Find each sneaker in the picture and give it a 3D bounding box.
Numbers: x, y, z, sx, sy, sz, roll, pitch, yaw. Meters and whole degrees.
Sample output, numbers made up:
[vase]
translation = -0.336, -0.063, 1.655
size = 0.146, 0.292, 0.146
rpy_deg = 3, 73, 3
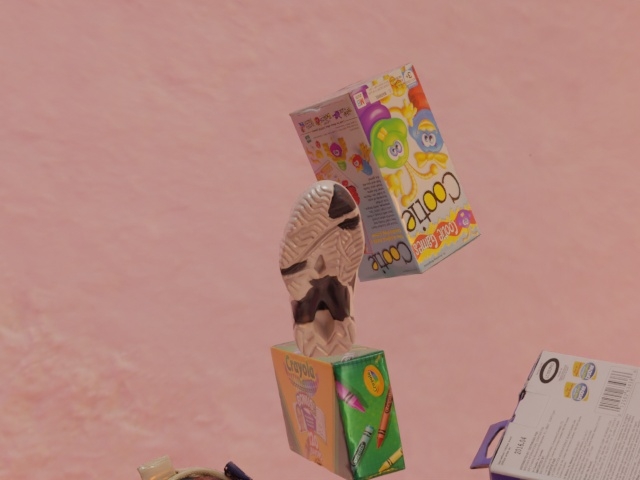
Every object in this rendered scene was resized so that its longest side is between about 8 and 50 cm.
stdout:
[sneaker]
translation = 0.000, 0.000, 1.328
size = 0.094, 0.153, 0.235
rpy_deg = -9, 130, 0

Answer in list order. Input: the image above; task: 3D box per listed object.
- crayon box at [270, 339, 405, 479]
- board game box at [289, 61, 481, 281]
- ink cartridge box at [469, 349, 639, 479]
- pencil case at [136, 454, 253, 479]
[crayon box]
translation = 0.019, 0.232, 1.689
size = 0.081, 0.278, 0.165
rpy_deg = -12, 94, -19
[board game box]
translation = 0.096, -0.097, 1.740
size = 0.144, 0.142, 0.275
rpy_deg = -11, 105, 52
[ink cartridge box]
translation = 0.419, 0.316, 1.750
size = 0.395, 0.270, 0.151
rpy_deg = 9, 130, 26
[pencil case]
translation = -0.169, 0.427, 1.495
size = 0.160, 0.410, 0.183
rpy_deg = -15, 60, -22
